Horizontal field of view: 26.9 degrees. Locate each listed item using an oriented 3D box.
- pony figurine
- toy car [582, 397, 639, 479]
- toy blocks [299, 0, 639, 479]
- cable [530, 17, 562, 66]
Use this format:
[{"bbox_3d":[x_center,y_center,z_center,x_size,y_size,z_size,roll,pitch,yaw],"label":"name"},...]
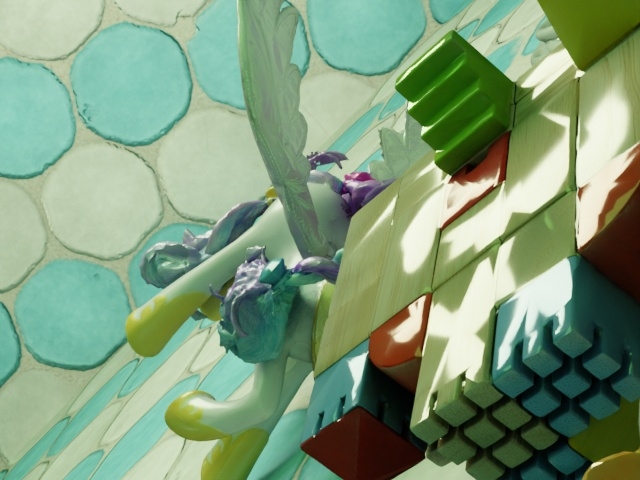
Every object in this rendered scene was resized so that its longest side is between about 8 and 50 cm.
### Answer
[{"bbox_3d":[0.000,0.000,1.074,0.363,0.303,0.351,-35,46,36],"label":"pony figurine"},{"bbox_3d":[0.154,0.024,0.404,0.238,0.210,0.219,-56,17,21],"label":"toy car"},{"bbox_3d":[0.123,0.019,0.664,0.381,0.191,0.261,-39,23,35],"label":"toy blocks"},{"bbox_3d":[0.250,-0.175,0.850,0.257,0.089,0.257,-50,9,-38],"label":"cable"}]
